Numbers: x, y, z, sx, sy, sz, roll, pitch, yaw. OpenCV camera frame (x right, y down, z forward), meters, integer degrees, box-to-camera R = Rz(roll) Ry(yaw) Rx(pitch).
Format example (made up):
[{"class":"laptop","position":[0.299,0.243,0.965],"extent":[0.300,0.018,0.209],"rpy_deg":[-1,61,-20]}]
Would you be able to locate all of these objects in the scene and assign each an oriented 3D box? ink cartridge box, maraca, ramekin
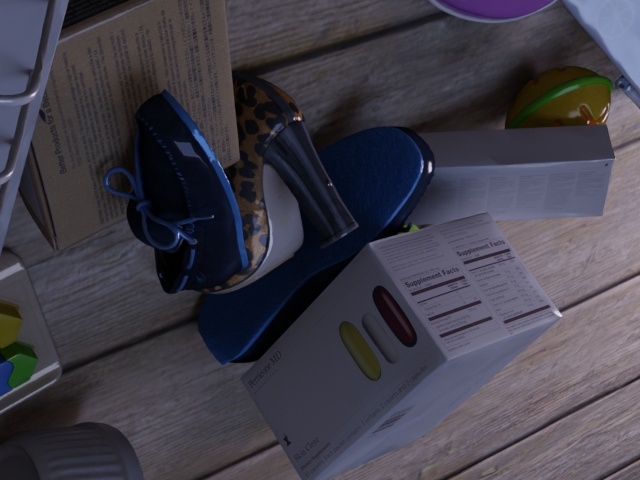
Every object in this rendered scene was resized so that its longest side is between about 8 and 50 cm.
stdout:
[{"class":"ink cartridge box","position":[-0.175,-0.128,1.175],"extent":[0.193,0.088,0.235],"rpy_deg":[-27,146,-19]},{"class":"maraca","position":[0.263,-0.134,1.619],"extent":[0.127,0.099,0.186],"rpy_deg":[-2,149,-38]},{"class":"ramekin","position":[-0.281,0.294,1.467],"extent":[0.109,0.207,0.207],"rpy_deg":[8,124,-39]}]

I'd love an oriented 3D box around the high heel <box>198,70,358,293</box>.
[{"class":"high heel","position":[-0.089,-0.053,1.393],"extent":[0.261,0.186,0.093],"rpy_deg":[-26,-174,46]}]

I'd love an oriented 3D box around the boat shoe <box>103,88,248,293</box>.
[{"class":"boat shoe","position":[-0.120,-0.020,1.183],"extent":[0.089,0.109,0.258],"rpy_deg":[-29,145,-11]}]

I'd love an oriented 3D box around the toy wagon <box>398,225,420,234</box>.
[{"class":"toy wagon","position":[0.091,0.085,1.723],"extent":[0.267,0.068,0.344],"rpy_deg":[-29,146,-19]}]

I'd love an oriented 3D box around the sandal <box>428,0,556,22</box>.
[{"class":"sandal","position":[0.145,-0.285,1.289],"extent":[0.169,0.102,0.416],"rpy_deg":[-38,150,16]}]

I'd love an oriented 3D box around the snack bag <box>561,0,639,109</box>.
[{"class":"snack bag","position":[0.458,-0.275,1.565],"extent":[0.323,0.037,0.342],"rpy_deg":[-44,113,7]}]

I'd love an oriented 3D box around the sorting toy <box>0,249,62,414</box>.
[{"class":"sorting toy","position":[-0.349,0.121,1.336],"extent":[0.193,0.038,0.208],"rpy_deg":[-30,146,-17]}]

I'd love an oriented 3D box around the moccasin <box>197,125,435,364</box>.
[{"class":"moccasin","position":[0.000,0.000,1.498],"extent":[0.342,0.138,0.117],"rpy_deg":[-41,155,27]}]

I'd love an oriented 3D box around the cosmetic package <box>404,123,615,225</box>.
[{"class":"cosmetic package","position":[0.200,-0.074,1.555],"extent":[0.239,0.060,0.099],"rpy_deg":[-2,143,-1]}]

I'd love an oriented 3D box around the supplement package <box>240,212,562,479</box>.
[{"class":"supplement package","position":[0.081,0.115,1.479],"extent":[0.204,0.145,0.262],"rpy_deg":[-14,153,-46]}]

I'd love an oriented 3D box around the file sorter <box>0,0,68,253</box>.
[{"class":"file sorter","position":[-0.308,-0.053,0.981],"extent":[0.192,0.173,0.278],"rpy_deg":[14,126,-14]}]
